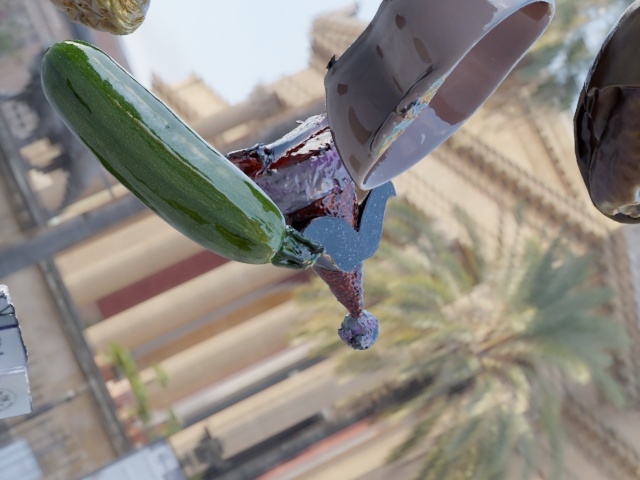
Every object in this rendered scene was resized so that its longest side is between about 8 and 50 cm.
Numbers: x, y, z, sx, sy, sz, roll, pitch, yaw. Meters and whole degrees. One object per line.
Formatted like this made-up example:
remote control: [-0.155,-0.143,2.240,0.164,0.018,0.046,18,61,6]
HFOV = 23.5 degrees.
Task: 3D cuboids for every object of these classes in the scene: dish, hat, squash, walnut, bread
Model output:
dish: [0.079,-0.145,1.199,0.090,0.213,0.213,47,-18,11]
hat: [0.002,0.000,1.395,0.140,0.128,0.227,-55,126,-67]
squash: [-0.110,-0.053,1.126,0.252,0.066,0.066,41,-17,4]
walnut: [0.233,-0.088,1.077,0.116,0.115,0.207,55,-32,33]
bread: [-0.184,-0.203,1.221,0.110,0.044,0.083,20,-18,45]

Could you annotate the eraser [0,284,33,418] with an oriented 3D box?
eraser: [-0.367,0.110,1.346,0.124,0.210,0.068,-117,-156,-46]
